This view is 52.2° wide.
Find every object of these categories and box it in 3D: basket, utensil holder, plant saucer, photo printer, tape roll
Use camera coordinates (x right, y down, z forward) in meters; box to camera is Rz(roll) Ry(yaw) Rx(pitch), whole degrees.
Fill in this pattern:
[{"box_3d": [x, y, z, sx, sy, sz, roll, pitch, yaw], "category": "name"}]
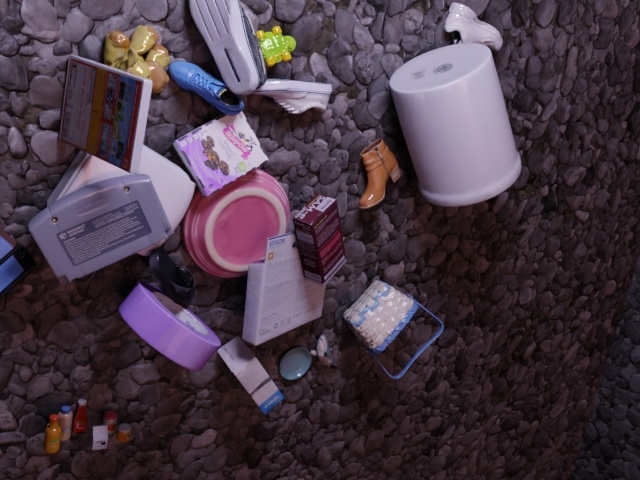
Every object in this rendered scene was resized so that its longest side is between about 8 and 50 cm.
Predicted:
[{"box_3d": [0.242, 0.285, 2.197, 0.289, 0.201, 0.255, 45, 84, -6], "category": "basket"}, {"box_3d": [0.408, -0.351, 1.973, 0.327, 0.327, 0.386, -33, 123, -16], "category": "utensil holder"}, {"box_3d": [-0.224, -0.040, 1.857, 0.331, 0.084, 0.333, -13, 117, -27], "category": "plant saucer"}, {"box_3d": [-0.087, 0.405, 2.173, 0.119, 0.021, 0.120, -12, 116, -27], "category": "plant saucer"}, {"box_3d": [-0.482, -0.115, 1.645, 0.307, 0.107, 0.256, 34, 91, -37], "category": "photo printer"}, {"box_3d": [-0.399, 0.227, 1.740, 0.090, 0.274, 0.275, -51, 127, -4], "category": "tape roll"}]

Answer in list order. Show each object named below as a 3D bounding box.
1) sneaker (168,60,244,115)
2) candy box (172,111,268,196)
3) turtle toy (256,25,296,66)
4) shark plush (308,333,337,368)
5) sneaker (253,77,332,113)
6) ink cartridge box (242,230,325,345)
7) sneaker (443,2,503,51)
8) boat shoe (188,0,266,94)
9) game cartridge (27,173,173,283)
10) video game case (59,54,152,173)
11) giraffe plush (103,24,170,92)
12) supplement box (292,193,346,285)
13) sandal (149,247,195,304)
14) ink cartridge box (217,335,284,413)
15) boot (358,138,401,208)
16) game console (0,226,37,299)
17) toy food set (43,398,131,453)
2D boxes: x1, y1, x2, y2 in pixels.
[{"box_3d": [-0.282, -0.389, 1.637, 0.209, 0.082, 0.069, 32, 82, -14], "category": "sneaker"}, {"box_3d": [-0.263, -0.235, 1.726, 0.196, 0.070, 0.165, -33, 105, -17], "category": "candy box"}, {"box_3d": [-0.119, -0.510, 1.728, 0.130, 0.066, 0.095, -24, 98, -25], "category": "turtle toy"}, {"box_3d": [0.032, 0.389, 2.224, 0.161, 0.073, 0.067, 51, 50, -32], "category": "shark plush"}, {"box_3d": [-0.078, -0.392, 1.789, 0.258, 0.094, 0.091, -3, 107, -32], "category": "sneaker"}, {"box_3d": [-0.093, 0.113, 1.948, 0.324, 0.071, 0.331, -15, 118, -52], "category": "ink cartridge box"}, {"box_3d": [0.468, -0.640, 2.043, 0.232, 0.090, 0.115, 24, 103, -28], "category": "sneaker"}, {"box_3d": [-0.229, -0.527, 1.626, 0.119, 0.121, 0.336, -44, 121, -63], "category": "boat shoe"}, {"box_3d": [-0.521, -0.037, 1.559, 0.297, 0.062, 0.198, -25, 121, -14], "category": "game cartridge"}, {"box_3d": [-0.487, -0.287, 1.464, 0.025, 0.285, 0.204, -7, 115, -52], "category": "video game case"}, {"box_3d": [-0.431, -0.391, 1.518, 0.210, 0.170, 0.182, -35, 125, -15], "category": "giraffe plush"}, {"box_3d": [0.000, 0.000, 1.895, 0.130, 0.073, 0.240, -46, 141, -36], "category": "supplement box"}, {"box_3d": [-0.385, 0.104, 1.758, 0.054, 0.097, 0.254, -6, 155, 8], "category": "sandal"}, {"box_3d": [-0.215, 0.413, 2.016, 0.085, 0.148, 0.203, -36, 125, -13], "category": "ink cartridge box"}, {"box_3d": [0.159, -0.208, 2.036, 0.197, 0.072, 0.152, -50, 129, -20], "category": "boot"}, {"box_3d": [-0.775, 0.057, 1.553, 0.144, 0.124, 0.085, -44, 153, -8], "category": "game console"}, {"box_3d": [-0.641, 0.504, 1.809, 0.232, 0.111, 0.105, 2, 109, -30], "category": "toy food set"}]
